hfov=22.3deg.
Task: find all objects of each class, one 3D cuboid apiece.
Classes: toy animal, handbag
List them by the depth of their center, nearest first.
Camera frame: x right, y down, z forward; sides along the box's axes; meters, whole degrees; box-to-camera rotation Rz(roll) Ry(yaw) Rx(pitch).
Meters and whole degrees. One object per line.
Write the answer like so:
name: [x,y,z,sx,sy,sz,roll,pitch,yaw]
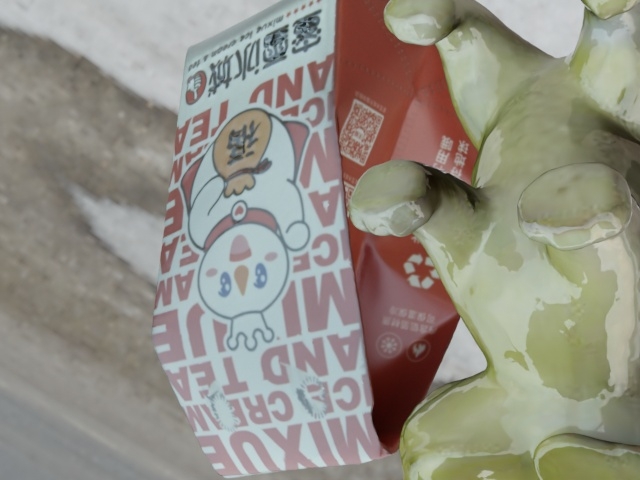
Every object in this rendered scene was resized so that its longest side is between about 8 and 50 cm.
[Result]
toy animal: [0.086,0.003,0.633,0.121,0.233,0.168,-8,149,27]
handbag: [0.000,0.000,1.012,0.151,0.298,0.171,25,149,-37]
